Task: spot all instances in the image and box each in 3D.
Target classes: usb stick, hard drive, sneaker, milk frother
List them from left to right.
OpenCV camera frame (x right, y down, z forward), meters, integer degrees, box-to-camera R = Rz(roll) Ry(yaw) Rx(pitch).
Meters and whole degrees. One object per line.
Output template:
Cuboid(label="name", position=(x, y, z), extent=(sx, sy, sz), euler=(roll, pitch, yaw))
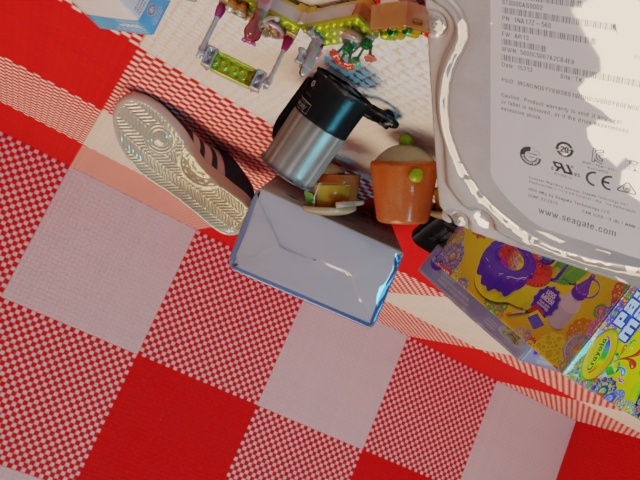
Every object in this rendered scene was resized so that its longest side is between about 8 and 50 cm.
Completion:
Cuboid(label="sneaker", position=(-0.263, -0.165, 1.432), extent=(0.350, 0.131, 0.148), euler=(48, -157, -24))
Cuboid(label="milk frother", position=(0.017, -0.134, 0.931), extent=(0.143, 0.135, 0.129), euler=(30, -162, -18))
Cuboid(label="usb stick", position=(0.224, -0.021, 1.265), extent=(0.077, 0.045, 0.278), euler=(31, 169, 0))
Cuboid(label="hard drive", position=(0.179, -0.119, 0.449), extent=(0.236, 0.064, 0.339), euler=(22, 140, 32))

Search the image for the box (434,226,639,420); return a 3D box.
Cuboid(label="box", position=(0.347, 0.071, 0.885), extent=(0.279, 0.177, 0.290), euler=(31, -171, -27))

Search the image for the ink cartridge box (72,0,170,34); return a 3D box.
Cuboid(label="ink cartridge box", position=(-0.234, -0.305, 0.772), extent=(0.089, 0.092, 0.143), euler=(17, 167, 28))

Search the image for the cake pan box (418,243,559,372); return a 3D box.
Cuboid(label="cake pan box", position=(0.326, 0.124, 1.275), extent=(0.245, 0.070, 0.267), euler=(25, -165, -48))

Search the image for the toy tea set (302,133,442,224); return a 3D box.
Cuboid(label="toy tea set", position=(0.086, -0.101, 1.107), extent=(0.335, 0.125, 0.200), euler=(8, -169, 43))

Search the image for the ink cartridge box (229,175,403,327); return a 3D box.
Cuboid(label="ink cartridge box", position=(0.000, 0.000, 1.358), extent=(0.269, 0.151, 0.395), euler=(24, -169, -2))

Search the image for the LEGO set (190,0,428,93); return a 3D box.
Cuboid(label="LEGO set", position=(-0.033, -0.213, 0.748), extent=(0.286, 0.107, 0.132), euler=(21, 168, 15))
